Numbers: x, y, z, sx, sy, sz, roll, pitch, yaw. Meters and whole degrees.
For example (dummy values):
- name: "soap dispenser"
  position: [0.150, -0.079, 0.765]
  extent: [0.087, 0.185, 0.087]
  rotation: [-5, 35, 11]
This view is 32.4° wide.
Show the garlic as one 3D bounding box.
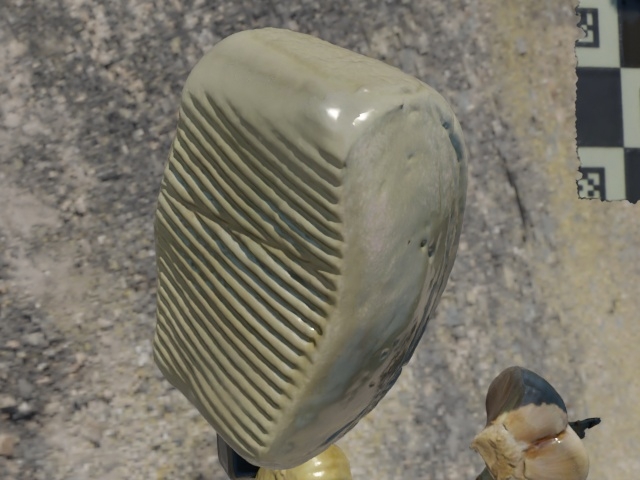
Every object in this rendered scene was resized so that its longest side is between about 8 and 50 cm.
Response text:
- name: "garlic"
  position: [0.268, 0.247, 1.395]
  extent: [0.174, 0.124, 0.099]
  rotation: [54, 29, -1]

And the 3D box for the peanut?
- name: "peanut"
  position: [-0.039, 0.406, 1.744]
  extent: [0.148, 0.319, 0.147]
  rotation: [5, 58, -8]

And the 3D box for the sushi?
- name: "sushi"
  position: [0.412, -0.223, 1.113]
  extent: [0.100, 0.296, 0.373]
  rotation: [136, -44, -80]

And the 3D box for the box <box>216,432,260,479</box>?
- name: "box"
  position: [-0.126, 0.294, 1.841]
  extent: [0.090, 0.144, 0.201]
  rotation: [-6, 97, -14]

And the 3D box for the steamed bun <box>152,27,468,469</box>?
- name: "steamed bun"
  position: [0.002, 0.002, 1.007]
  extent: [0.236, 0.247, 0.383]
  rotation: [-16, 128, -42]

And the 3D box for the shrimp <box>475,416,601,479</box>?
- name: "shrimp"
  position: [0.301, 0.355, 1.593]
  extent: [0.068, 0.185, 0.287]
  rotation: [-112, -168, -50]
